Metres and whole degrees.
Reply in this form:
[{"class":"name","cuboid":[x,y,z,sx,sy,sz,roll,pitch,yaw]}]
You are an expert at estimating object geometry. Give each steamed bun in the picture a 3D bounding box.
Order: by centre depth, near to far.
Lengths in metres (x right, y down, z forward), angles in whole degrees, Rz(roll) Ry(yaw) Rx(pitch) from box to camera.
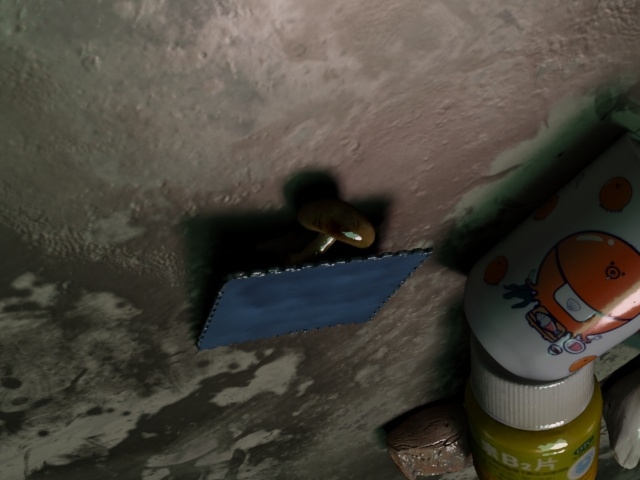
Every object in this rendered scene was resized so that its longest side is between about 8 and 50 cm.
[{"class":"steamed bun","cuboid":[0.217,0.387,1.523,0.175,0.106,0.145,-21,144,1]}]

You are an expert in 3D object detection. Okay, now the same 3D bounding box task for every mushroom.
[{"class":"mushroom","cuboid":[-0.001,-0.011,0.934,0.129,0.073,0.088,-24,160,28]},{"class":"mushroom","cuboid":[0.688,0.321,1.652,0.122,0.159,0.329,-5,136,-19]}]

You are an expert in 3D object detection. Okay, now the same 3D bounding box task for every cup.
[{"class":"cup","cuboid":[0.358,0.038,1.071,0.212,0.212,0.317,17,129,-41]}]

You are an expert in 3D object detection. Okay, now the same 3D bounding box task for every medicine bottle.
[{"class":"medicine bottle","cuboid":[0.357,0.279,1.340,0.224,0.224,0.384,-19,133,-5]}]

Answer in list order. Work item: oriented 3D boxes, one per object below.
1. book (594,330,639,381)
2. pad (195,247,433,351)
[{"class":"book","cuboid":[0.543,0.180,1.497,0.264,0.031,0.379,18,128,-41]},{"class":"pad","cuboid":[-0.017,0.079,1.030,0.269,0.012,0.269,-7,157,-22]}]
